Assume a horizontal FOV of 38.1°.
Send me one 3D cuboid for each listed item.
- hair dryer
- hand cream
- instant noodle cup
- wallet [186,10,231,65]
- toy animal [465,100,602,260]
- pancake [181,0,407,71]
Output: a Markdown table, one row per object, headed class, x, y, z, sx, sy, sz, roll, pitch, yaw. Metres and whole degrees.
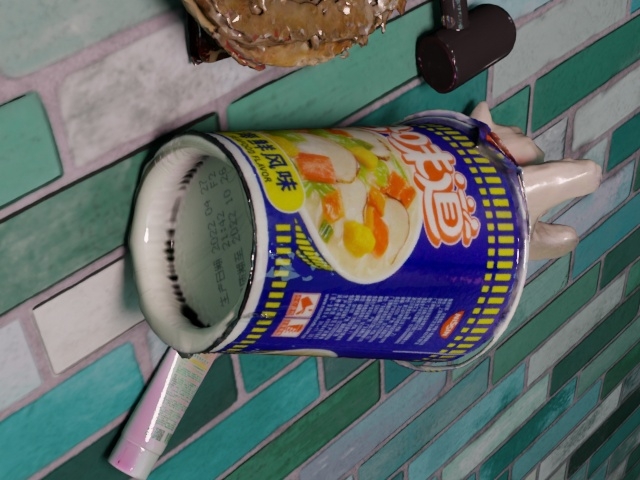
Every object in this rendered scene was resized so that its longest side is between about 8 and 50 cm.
| class | x | y | z | sx | sy | sz | roll | pitch | yaw |
| --- | --- | --- | --- | --- | --- | --- | --- | --- | --- |
| hair dryer | 0.151 | -0.295 | 1.017 | 0.114 | 0.070 | 0.248 | -34 | 129 | -29 |
| hand cream | -0.162 | 0.167 | 0.987 | 0.174 | 0.047 | 0.076 | -61 | 145 | -11 |
| instant noodle cup | 0.000 | 0.000 | 0.890 | 0.312 | 0.284 | 0.284 | 0 | 115 | -42 |
| wallet | -0.027 | -0.243 | 0.855 | 0.232 | 0.031 | 0.122 | -29 | 132 | -36 |
| toy animal | 0.178 | -0.011 | 1.192 | 0.266 | 0.188 | 0.308 | -22 | 146 | -11 |
| pancake | -0.005 | -0.323 | 0.761 | 0.382 | 0.071 | 0.382 | -23 | 125 | -38 |
